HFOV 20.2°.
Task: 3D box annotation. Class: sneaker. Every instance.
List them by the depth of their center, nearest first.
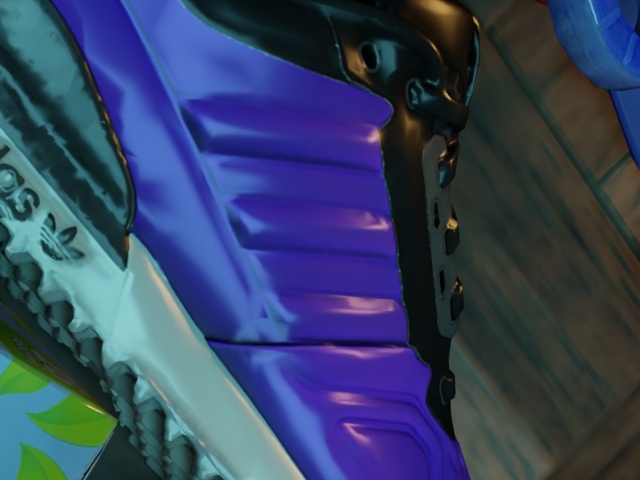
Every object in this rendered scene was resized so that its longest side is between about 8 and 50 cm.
[{"bbox_3d":[0.000,0.000,0.492,0.146,0.102,0.293,-42,114,-13],"label":"sneaker"}]

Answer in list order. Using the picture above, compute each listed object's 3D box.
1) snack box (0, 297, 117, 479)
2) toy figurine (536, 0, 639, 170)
[{"bbox_3d":[-0.162,-0.010,0.374,0.207,0.174,0.070,36,87,-27],"label":"snack box"},{"bbox_3d":[0.093,-0.063,0.428,0.217,0.191,0.363,-45,120,-49],"label":"toy figurine"}]
